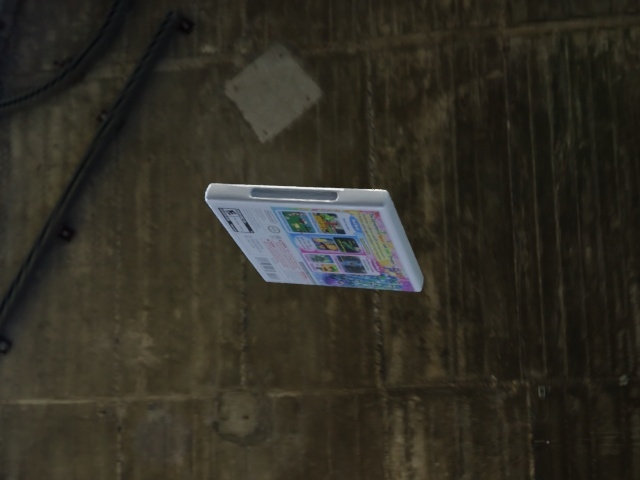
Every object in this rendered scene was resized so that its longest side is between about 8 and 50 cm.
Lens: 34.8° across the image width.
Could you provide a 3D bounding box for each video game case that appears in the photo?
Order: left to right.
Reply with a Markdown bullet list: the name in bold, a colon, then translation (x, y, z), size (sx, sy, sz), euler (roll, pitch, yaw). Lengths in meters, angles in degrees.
- **video game case**: translation (0.000, 0.000, 0.822), size (0.143, 0.157, 0.019), euler (3, -115, 18)
